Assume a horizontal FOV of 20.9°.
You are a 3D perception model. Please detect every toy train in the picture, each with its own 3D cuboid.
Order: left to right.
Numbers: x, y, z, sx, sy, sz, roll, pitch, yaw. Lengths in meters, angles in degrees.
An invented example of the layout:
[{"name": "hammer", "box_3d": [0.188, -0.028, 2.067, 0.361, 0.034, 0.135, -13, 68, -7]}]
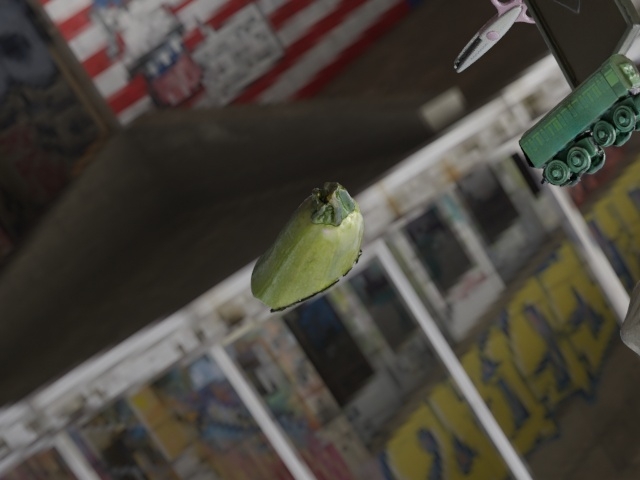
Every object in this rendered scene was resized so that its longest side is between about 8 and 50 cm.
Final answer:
[{"name": "toy train", "box_3d": [0.243, -0.103, 1.579, 0.038, 0.071, 0.148, -11, 157, -44]}]

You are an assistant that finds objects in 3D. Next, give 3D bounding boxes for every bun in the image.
[{"name": "bun", "box_3d": [0.410, 0.104, 2.101, 0.094, 0.138, 0.138, -16, -162, 4]}]

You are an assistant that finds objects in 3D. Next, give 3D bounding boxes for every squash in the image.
[{"name": "squash", "box_3d": [0.001, 0.003, 1.558, 0.090, 0.075, 0.200, -29, 169, -27]}]

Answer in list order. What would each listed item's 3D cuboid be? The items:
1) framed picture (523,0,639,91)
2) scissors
[{"name": "framed picture", "box_3d": [0.246, -0.250, 1.717, 0.015, 0.203, 0.150, -14, 154, -21]}, {"name": "scissors", "box_3d": [0.223, -0.272, 2.214, 0.176, 0.085, 0.022, -44, -149, 43]}]
